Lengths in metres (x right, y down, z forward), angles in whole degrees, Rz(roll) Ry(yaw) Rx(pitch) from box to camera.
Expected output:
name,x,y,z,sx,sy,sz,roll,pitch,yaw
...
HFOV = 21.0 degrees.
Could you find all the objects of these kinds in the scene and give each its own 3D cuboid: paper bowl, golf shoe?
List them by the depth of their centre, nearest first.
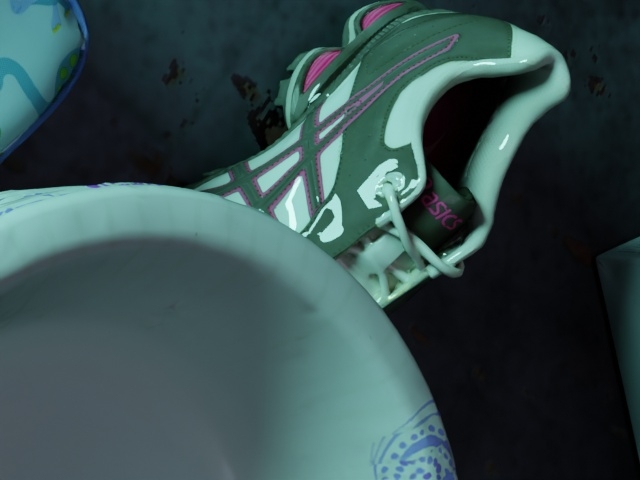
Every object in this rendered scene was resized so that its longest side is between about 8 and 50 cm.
name,x,y,z,sx,sy,sz,roll,pitch,yaw
paper bowl,-0.095,0.124,0.599,0.284,0.148,0.284,2,87,-39
golf shoe,0.000,0.000,0.759,0.105,0.120,0.273,45,70,-30

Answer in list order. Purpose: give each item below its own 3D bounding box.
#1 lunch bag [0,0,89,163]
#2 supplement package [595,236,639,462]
name,x,y,z,sx,sy,sz,roll,pitch,yaw
lunch bag,-0.206,-0.067,0.627,0.219,0.090,0.176,-50,119,-22
supplement package,0.288,0.112,0.912,0.145,0.204,0.262,-22,105,-31
